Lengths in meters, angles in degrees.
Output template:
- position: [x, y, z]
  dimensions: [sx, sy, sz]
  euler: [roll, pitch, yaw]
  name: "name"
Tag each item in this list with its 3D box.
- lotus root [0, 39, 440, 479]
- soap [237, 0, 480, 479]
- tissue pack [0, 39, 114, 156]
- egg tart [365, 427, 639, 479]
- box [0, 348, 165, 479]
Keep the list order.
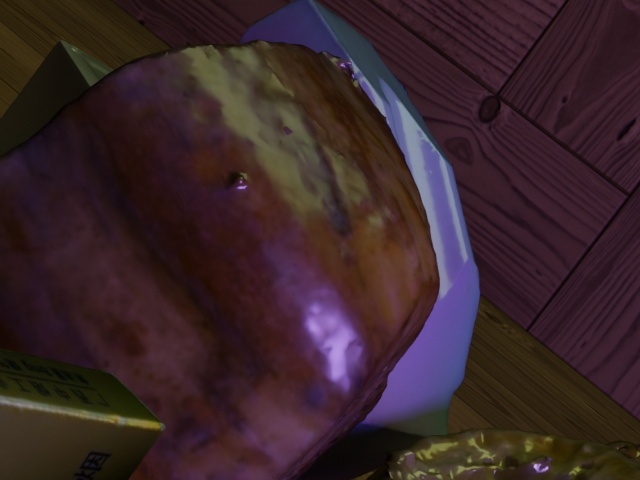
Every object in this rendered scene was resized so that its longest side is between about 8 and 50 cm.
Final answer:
- position: [-0.055, 0.033, 1.150]
  dimensions: [0.250, 0.316, 0.316]
  euler: [55, 14, 14]
  name: "lotus root"
- position: [0.000, 0.000, 1.346]
  dimensions: [0.109, 0.193, 0.324]
  euler: [27, 46, -50]
  name: "soap"
- position: [-0.162, -0.036, 1.534]
  dimensions: [0.159, 0.136, 0.246]
  euler: [31, 11, -29]
  name: "tissue pack"
- position: [0.119, 0.187, 1.162]
  dimensions: [0.290, 0.115, 0.290]
  euler: [2, 18, -1]
  name: "egg tart"
- position: [-0.191, 0.101, 0.622]
  dimensions: [0.043, 0.173, 0.311]
  euler: [40, 9, 29]
  name: "box"
